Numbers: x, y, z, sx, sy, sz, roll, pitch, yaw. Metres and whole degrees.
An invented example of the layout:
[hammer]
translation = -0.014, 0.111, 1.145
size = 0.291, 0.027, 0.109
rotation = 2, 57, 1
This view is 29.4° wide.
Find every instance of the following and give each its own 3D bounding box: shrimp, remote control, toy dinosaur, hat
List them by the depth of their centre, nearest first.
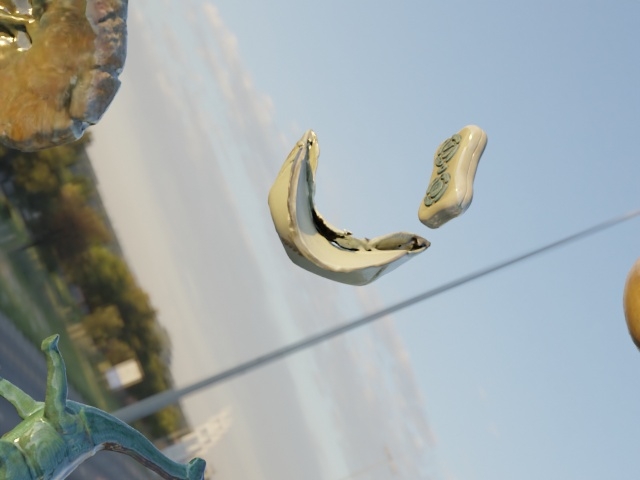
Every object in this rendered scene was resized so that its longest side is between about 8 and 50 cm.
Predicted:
[remote control]
translation = 0.144, -0.070, 1.331
size = 0.032, 0.122, 0.074
rotation = 33, -38, -19
[shrimp]
translation = -0.328, -0.323, 1.473
size = 0.110, 0.221, 0.445
rotation = 38, 57, -73
[toy dinosaur]
translation = -0.367, 0.333, 1.658
size = 0.331, 0.383, 0.129
rotation = 54, -29, -16
[hat]
translation = 0.005, -0.006, 1.797
size = 0.258, 0.168, 0.301
rotation = 43, 19, -1

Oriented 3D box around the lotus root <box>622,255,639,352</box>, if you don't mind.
[lotus root]
translation = 0.507, 0.105, 1.655
size = 0.310, 0.183, 0.182
rotation = -69, 144, -64
